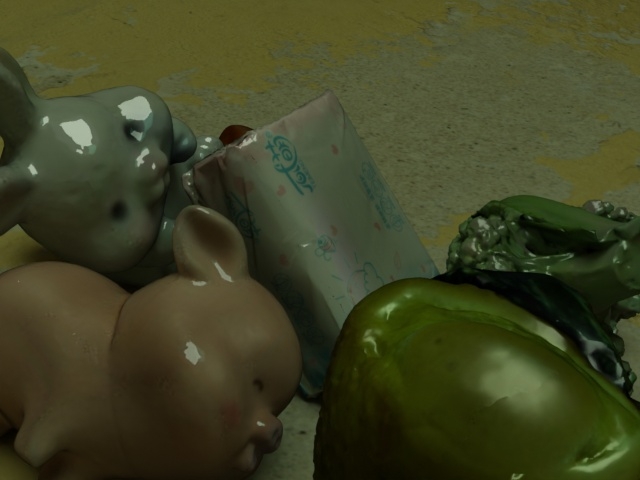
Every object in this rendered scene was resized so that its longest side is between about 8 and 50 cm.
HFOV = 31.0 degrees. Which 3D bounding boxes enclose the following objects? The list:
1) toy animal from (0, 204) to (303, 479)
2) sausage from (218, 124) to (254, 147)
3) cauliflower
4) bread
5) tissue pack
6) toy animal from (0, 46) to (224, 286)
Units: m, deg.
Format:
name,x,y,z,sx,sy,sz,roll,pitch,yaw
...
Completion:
name,x,y,z,sx,sy,sz,roll,pitch,yaw
toy animal,-0.175,0.114,1.061,0.326,0.237,0.269,29,66,26
sausage,-0.081,-0.060,1.458,0.083,0.089,0.300,4,31,-18
cauliflower,0.266,0.034,1.197,0.256,0.315,0.239,30,65,-18
bread,0.098,0.202,0.795,0.208,0.376,0.251,-3,32,-12
tissue pack,0.001,-0.001,1.214,0.124,0.271,0.201,-28,5,37
toy animal,-0.259,-0.063,1.194,0.241,0.196,0.367,2,-10,14
